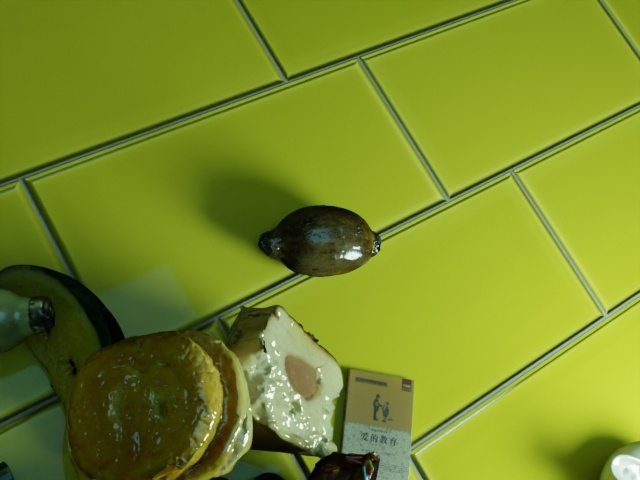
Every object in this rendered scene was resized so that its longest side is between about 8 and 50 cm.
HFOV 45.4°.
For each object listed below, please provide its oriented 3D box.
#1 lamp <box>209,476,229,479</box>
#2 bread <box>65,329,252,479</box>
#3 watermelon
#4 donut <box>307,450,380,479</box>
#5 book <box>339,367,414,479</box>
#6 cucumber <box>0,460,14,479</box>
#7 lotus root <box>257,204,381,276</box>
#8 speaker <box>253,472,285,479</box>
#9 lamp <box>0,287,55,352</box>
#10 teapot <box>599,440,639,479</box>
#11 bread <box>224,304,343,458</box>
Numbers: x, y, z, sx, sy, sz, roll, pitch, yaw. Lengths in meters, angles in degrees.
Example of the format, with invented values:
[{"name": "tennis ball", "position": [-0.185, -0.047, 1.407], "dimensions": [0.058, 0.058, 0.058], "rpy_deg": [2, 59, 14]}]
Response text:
[{"name": "lamp", "position": [-0.170, 0.421, 0.957], "dimensions": [0.247, 0.247, 0.246], "rpy_deg": [7, 67, -17]}, {"name": "bread", "position": [-0.206, 0.211, 0.951], "dimensions": [0.236, 0.120, 0.198], "rpy_deg": [-13, 67, 0]}, {"name": "watermelon", "position": [-0.352, 0.144, 1.083], "dimensions": [0.129, 0.123, 0.301], "rpy_deg": [-33, 80, -5]}, {"name": "donut", "position": [0.012, 0.396, 1.043], "dimensions": [0.089, 0.235, 0.235], "rpy_deg": [14, 63, 13]}, {"name": "book", "position": [0.091, 0.297, 1.219], "dimensions": [0.118, 0.012, 0.172], "rpy_deg": [13, 65, -15]}, {"name": "cucumber", "position": [-0.449, 0.335, 0.995], "dimensions": [0.105, 0.048, 0.048], "rpy_deg": [-30, 81, -25]}, {"name": "lotus root", "position": [0.000, 0.000, 1.252], "dimensions": [0.210, 0.120, 0.120], "rpy_deg": [-1, 69, -20]}, {"name": "speaker", "position": [-0.057, 0.383, 1.098], "dimensions": [0.060, 0.075, 0.094], "rpy_deg": [-39, 110, -20]}, {"name": "lamp", "position": [-0.480, 0.113, 1.028], "dimensions": [0.250, 0.101, 0.101], "rpy_deg": [-7, 71, -1]}, {"name": "teapot", "position": [0.572, 0.437, 1.262], "dimensions": [0.298, 0.139, 0.204], "rpy_deg": [24, 61, -9]}, {"name": "bread", "position": [-0.055, 0.200, 1.094], "dimensions": [0.224, 0.211, 0.183], "rpy_deg": [16, 58, -7]}]
